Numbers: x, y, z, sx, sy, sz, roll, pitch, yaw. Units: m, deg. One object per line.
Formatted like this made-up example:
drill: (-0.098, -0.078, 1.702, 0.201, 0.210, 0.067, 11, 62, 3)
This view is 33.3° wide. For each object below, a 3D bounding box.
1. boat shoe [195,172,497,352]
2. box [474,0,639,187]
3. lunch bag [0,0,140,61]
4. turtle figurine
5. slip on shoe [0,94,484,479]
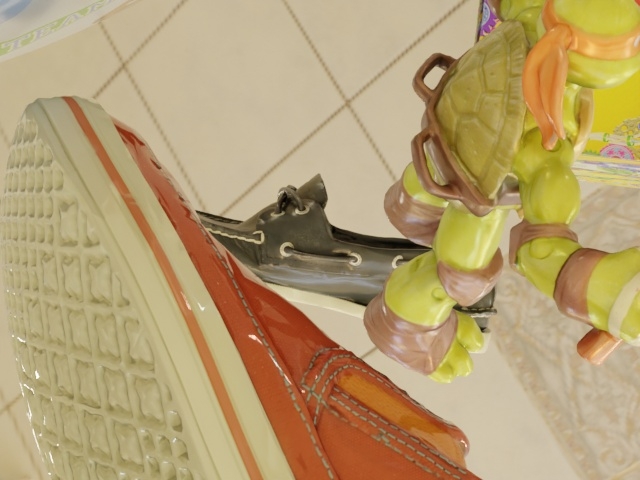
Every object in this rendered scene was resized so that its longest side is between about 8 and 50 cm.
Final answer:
boat shoe: (0.001, 0.001, 0.937, 0.340, 0.127, 0.113, 17, 97, -2)
box: (0.228, -0.202, 0.910, 0.177, 0.279, 0.289, 8, 91, 9)
lunch bag: (-0.182, -0.196, 0.495, 0.385, 0.328, 0.239, -12, 109, 50)
turtle figurine: (0.075, -0.025, 0.429, 0.217, 0.087, 0.269, 116, 153, -56)
slip on shoe: (-0.006, 0.083, 0.346, 0.331, 0.101, 0.123, 51, 136, 20)
